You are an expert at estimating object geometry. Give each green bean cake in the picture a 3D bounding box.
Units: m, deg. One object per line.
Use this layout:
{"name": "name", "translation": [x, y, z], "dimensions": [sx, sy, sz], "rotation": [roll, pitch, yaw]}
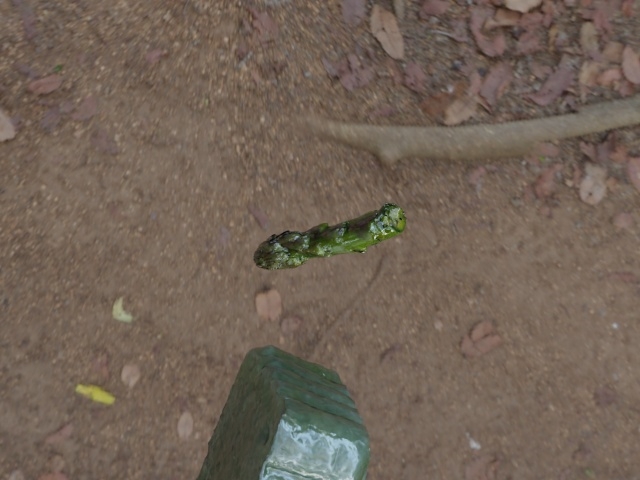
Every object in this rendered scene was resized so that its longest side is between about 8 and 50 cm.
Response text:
{"name": "green bean cake", "translation": [-0.037, 0.188, 0.716], "dimensions": [0.094, 0.185, 0.183], "rotation": [22, 95, -10]}

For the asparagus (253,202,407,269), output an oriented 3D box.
{"name": "asparagus", "translation": [0.000, 0.000, 0.810], "dimensions": [0.030, 0.165, 0.036], "rotation": [14, 69, -46]}
